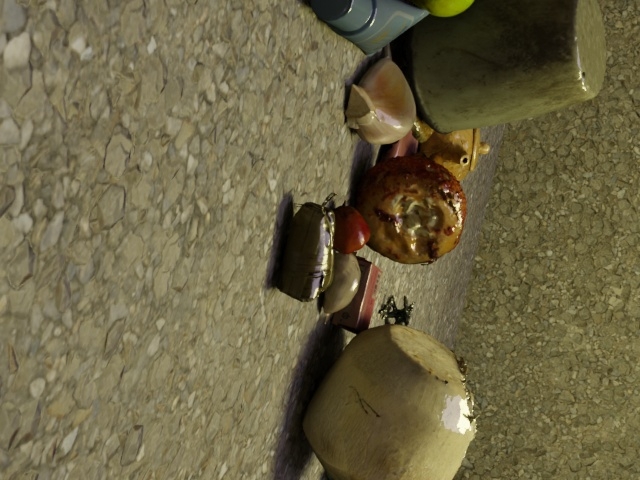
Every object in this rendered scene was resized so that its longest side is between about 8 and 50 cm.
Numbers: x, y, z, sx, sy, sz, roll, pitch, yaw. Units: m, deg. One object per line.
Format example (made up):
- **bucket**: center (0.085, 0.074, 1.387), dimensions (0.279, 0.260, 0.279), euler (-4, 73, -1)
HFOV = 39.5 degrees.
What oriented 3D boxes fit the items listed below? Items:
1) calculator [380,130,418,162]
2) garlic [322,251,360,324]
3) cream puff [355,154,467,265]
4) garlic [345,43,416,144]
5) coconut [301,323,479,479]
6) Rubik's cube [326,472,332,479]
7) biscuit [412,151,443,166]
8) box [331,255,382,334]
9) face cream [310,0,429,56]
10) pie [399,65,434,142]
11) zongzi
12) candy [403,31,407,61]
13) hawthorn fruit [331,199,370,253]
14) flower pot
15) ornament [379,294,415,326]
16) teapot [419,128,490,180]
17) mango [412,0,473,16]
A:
- **calculator**: center (0.172, -0.164, 1.979), dimensions (0.220, 0.048, 0.330), euler (10, 91, -72)
- **garlic**: center (0.043, 0.088, 1.730), dimensions (0.084, 0.066, 0.152), euler (57, 47, -70)
- **cream puff**: center (0.180, -0.063, 1.804), dimensions (0.164, 0.240, 0.240), euler (-90, -176, -62)
- **garlic**: center (0.126, -0.276, 1.698), dimensions (0.266, 0.128, 0.148), euler (-72, 178, -50)
- **coconut**: center (0.142, 0.371, 1.832), dimensions (0.360, 0.346, 0.346), euler (-58, 167, 14)
- **Rubik's cube**: center (0.149, 0.548, 2.136), dimensions (0.213, 0.265, 0.224), euler (-155, -104, -72)
- **biscuit**: center (0.230, -0.093, 2.017), dimensions (0.220, 0.066, 0.220), euler (9, 90, -73)
- **box**: center (0.079, 0.119, 1.882), dimensions (0.111, 0.060, 0.156), euler (42, 61, -71)
- **face cream**: center (0.079, -0.362, 1.452), dimensions (0.135, 0.086, 0.385), euler (-34, 173, 19)
- **pie**: center (0.205, -0.289, 1.864), dimensions (0.193, 0.079, 0.163), euler (25, 65, -55)
- **zongzi**: center (0.000, 0.000, 1.497), dimensions (0.178, 0.081, 0.189), euler (-17, 121, -69)
- **candy**: center (0.224, -0.410, 1.926), dimensions (0.292, 0.059, 0.086), euler (0, 105, -72)
- **hawthorn fruit**: center (0.047, -0.026, 1.659), dimensions (0.093, 0.081, 0.081), euler (67, 29, -14)
- **flower pot**: center (0.376, -0.369, 1.765), dimensions (0.293, 0.330, 0.294), euler (3, 86, -59)
- **ornament**: center (0.190, 0.252, 2.310), dimensions (0.236, 0.080, 0.202), euler (88, 20, -48)
- **teapot**: center (0.329, -0.234, 2.174), dimensions (0.311, 0.167, 0.203), euler (-67, 161, -68)
- **mango**: center (0.232, -0.556, 1.665), dimensions (0.192, 0.156, 0.343), euler (95, 3, -54)
